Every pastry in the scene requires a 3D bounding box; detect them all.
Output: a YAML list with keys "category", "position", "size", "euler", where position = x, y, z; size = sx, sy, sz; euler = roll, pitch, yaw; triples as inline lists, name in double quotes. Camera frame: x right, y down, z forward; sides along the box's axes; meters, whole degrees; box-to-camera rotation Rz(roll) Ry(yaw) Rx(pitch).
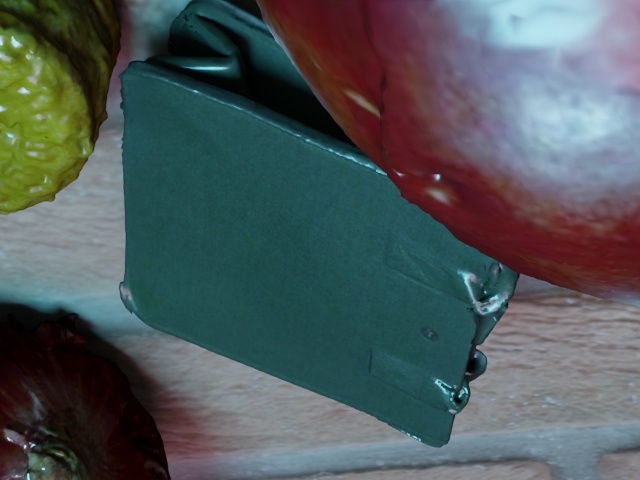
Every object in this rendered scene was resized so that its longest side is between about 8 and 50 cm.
- category: "pastry"
  position: [-0.212, -0.100, 0.828]
  size: [0.189, 0.103, 0.188]
  euler: [1, 142, 1]

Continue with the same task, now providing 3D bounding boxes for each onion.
- category: "onion"
  position: [-0.285, 0.223, 1.098]
  size: [0.341, 0.341, 0.341]
  euler: [1, 142, 0]

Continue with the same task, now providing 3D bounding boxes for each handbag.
- category: "handbag"
  position: [-0.002, 0.001, 0.890]
  size: [0.260, 0.079, 0.247]
  euler: [27, 143, 14]

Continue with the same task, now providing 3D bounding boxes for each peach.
- category: "peach"
  position: [0.177, -0.142, 0.588]
  size: [0.417, 0.339, 0.353]
  euler: [10, 160, -24]
